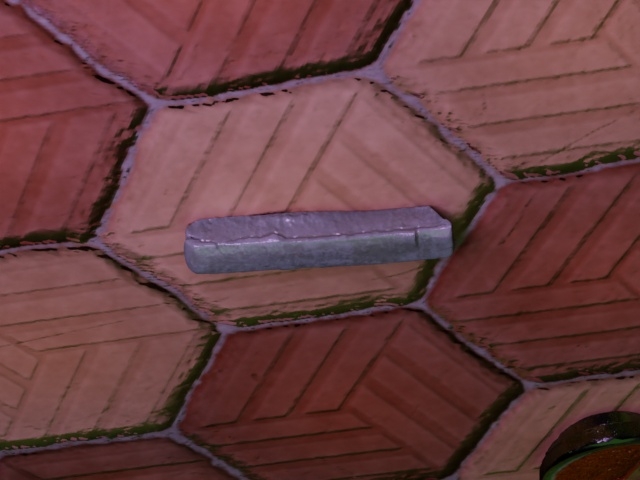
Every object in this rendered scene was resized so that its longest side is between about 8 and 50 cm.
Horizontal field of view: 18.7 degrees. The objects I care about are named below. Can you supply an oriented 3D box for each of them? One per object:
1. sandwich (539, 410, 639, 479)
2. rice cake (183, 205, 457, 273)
[{"bbox_3d":[0.201,0.156,1.422,0.069,0.026,0.101,8,144,-20],"label":"sandwich"},{"bbox_3d":[0.000,-0.001,1.207,0.171,0.029,0.033,-2,138,1],"label":"rice cake"}]
